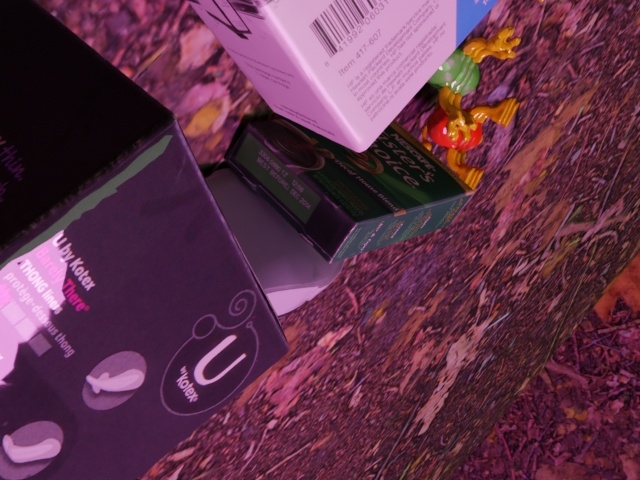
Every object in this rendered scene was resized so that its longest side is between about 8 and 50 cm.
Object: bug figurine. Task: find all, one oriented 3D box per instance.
[{"bbox_3d":[0.145,-0.179,0.887,0.279,0.072,0.216,-62,163,6],"label":"bug figurine"}]

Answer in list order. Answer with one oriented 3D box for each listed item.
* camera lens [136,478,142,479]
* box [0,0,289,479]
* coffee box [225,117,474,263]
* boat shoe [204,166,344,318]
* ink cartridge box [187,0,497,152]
[{"bbox_3d":[-0.192,0.255,0.707,0.219,0.219,0.274,-51,159,-1],"label":"camera lens"},{"bbox_3d":[-0.175,0.045,0.419,0.270,0.165,0.143,-39,140,-14],"label":"box"},{"bbox_3d":[0.027,-0.047,0.815,0.184,0.113,0.040,-14,143,-55],"label":"coffee box"},{"bbox_3d":[-0.086,0.043,0.725,0.105,0.113,0.306,-46,180,31],"label":"boat shoe"},{"bbox_3d":[-0.003,-0.166,0.506,0.148,0.086,0.203,-48,131,-10],"label":"ink cartridge box"}]
